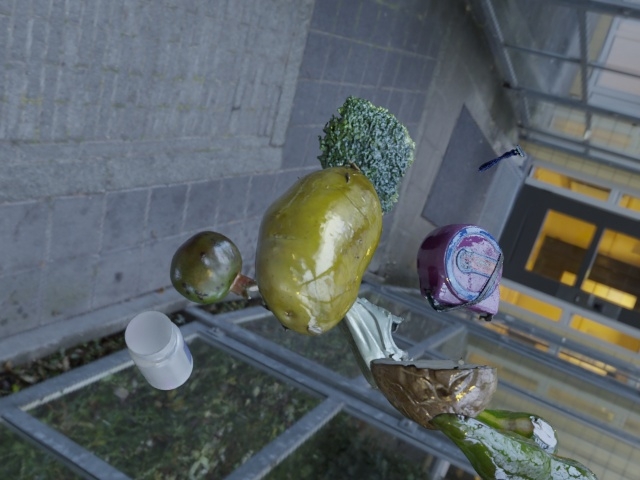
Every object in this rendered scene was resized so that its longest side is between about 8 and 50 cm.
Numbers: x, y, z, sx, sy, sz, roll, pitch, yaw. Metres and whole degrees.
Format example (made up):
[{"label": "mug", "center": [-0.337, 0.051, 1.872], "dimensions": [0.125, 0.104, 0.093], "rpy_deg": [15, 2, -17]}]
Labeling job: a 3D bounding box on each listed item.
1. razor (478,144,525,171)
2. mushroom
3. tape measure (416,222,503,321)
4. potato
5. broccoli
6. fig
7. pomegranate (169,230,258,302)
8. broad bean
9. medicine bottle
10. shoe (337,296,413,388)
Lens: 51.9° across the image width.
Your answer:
[{"label": "razor", "center": [0.571, -0.256, 2.087], "dimensions": [0.044, 0.154, 0.028], "rpy_deg": [53, 36, -15]}, {"label": "mushroom", "center": [0.240, 0.333, 1.437], "dimensions": [0.156, 0.285, 0.151], "rpy_deg": [5, 85, -63]}, {"label": "tape measure", "center": [0.365, 0.078, 1.735], "dimensions": [0.231, 0.149, 0.245], "rpy_deg": [17, 80, -26]}, {"label": "potato", "center": [0.000, 0.000, 0.921], "dimensions": [0.140, 0.173, 0.300], "rpy_deg": [-33, -162, 39]}, {"label": "broccoli", "center": [0.141, -0.225, 1.821], "dimensions": [0.302, 0.249, 0.375], "rpy_deg": [-59, 143, -49]}, {"label": "fig", "center": [0.520, 0.553, 1.859], "dimensions": [0.206, 0.275, 0.206], "rpy_deg": [-58, 171, -15]}, {"label": "pomegranate", "center": [-0.388, 0.126, 2.395], "dimensions": [0.291, 0.323, 0.291], "rpy_deg": [-44, -169, 11]}, {"label": "broad bean", "center": [0.265, 0.292, 0.838], "dimensions": [0.077, 0.339, 0.061], "rpy_deg": [-47, -149, 28]}, {"label": "medicine bottle", "center": [-0.312, 0.214, 1.276], "dimensions": [0.103, 0.102, 0.187], "rpy_deg": [-56, 163, -26]}, {"label": "shoe", "center": [0.132, 0.209, 1.686], "dimensions": [0.159, 0.316, 0.124], "rpy_deg": [-20, 161, -10]}]
